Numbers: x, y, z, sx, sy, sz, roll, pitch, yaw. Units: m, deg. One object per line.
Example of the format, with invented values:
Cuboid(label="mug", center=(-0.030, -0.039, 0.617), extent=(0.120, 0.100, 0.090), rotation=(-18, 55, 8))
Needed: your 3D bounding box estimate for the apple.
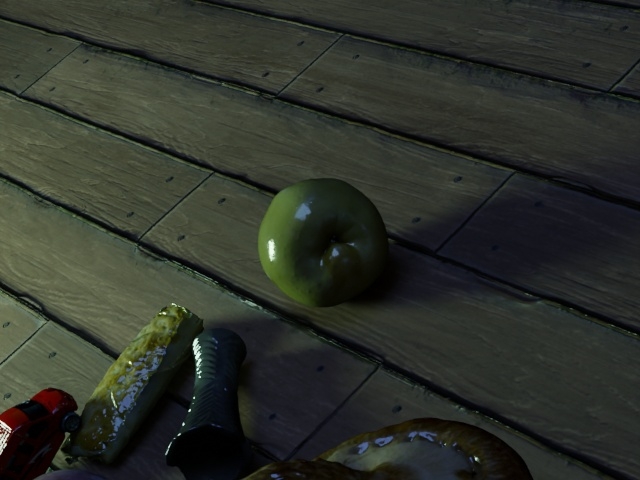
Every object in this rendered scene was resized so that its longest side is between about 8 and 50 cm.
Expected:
Cuboid(label="apple", center=(0.000, 0.000, 2.090), extent=(0.200, 0.200, 0.200), rotation=(-20, 35, 15))

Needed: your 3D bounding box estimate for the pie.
Cuboid(label="pie", center=(-0.273, 0.209, 2.125), extent=(0.129, 0.068, 0.282), rotation=(3, 52, 46))

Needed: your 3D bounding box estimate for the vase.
Cuboid(label="vase", center=(-0.142, 0.217, 1.990), extent=(0.115, 0.115, 0.237), rotation=(-21, 31, 14))

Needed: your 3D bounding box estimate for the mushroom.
Cuboid(label="mushroom", center=(0.067, 0.320, 1.559), extent=(0.345, 0.259, 0.345), rotation=(-20, 36, 15))

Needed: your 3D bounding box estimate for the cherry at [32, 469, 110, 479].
Cuboid(label="cherry", center=(-0.308, 0.396, 1.788), extent=(0.285, 0.213, 0.236), rotation=(9, 64, 11))

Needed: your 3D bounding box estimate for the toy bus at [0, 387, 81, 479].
Cuboid(label="toy bus", center=(-0.423, 0.293, 2.073), extent=(0.081, 0.089, 0.195), rotation=(22, 81, 50))
